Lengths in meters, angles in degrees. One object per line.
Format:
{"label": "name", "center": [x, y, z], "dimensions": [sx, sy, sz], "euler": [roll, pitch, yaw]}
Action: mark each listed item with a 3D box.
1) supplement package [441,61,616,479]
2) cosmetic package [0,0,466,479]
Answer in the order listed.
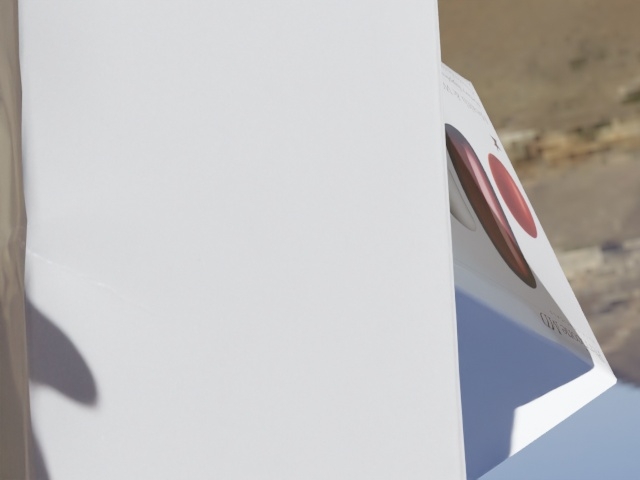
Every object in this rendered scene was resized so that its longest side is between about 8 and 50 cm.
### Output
{"label": "supplement package", "center": [0.000, 0.000, 0.928], "dimensions": [0.149, 0.203, 0.194], "euler": [-37, 142, 21]}
{"label": "cosmetic package", "center": [-0.038, -0.030, 0.454], "dimensions": [0.107, 0.238, 0.127], "euler": [-3, 175, -22]}
